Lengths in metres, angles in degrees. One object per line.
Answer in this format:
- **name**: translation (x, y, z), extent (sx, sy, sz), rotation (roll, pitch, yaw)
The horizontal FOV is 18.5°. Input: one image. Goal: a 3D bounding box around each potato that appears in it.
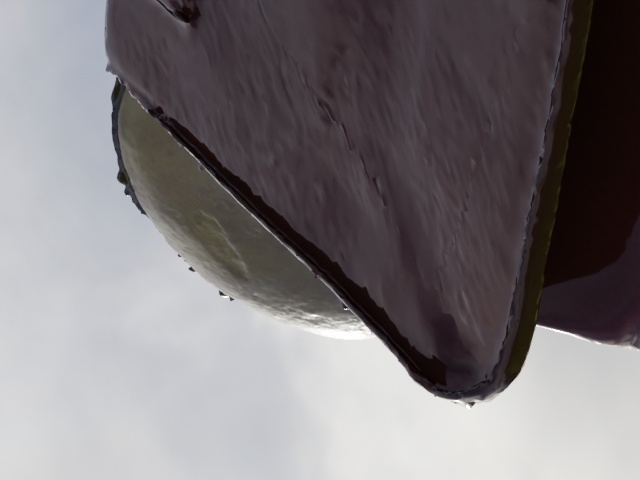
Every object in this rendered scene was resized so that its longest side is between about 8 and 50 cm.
- **potato**: translation (-0.001, 0.000, 1.053), extent (0.261, 0.120, 0.100), rotation (27, -172, -30)

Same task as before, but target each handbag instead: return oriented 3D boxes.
- **handbag**: translation (0.016, -0.113, 0.640), extent (0.275, 0.084, 0.260), rotation (40, 137, 44)
